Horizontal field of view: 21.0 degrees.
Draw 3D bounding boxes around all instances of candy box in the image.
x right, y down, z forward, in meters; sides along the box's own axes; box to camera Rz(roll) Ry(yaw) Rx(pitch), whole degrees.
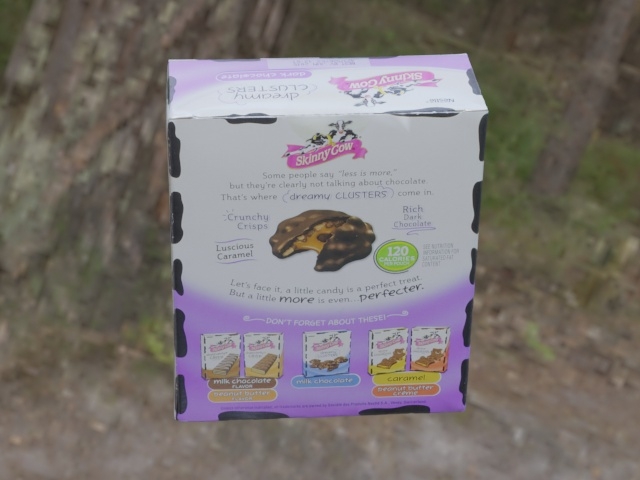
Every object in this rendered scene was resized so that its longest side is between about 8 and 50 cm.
[{"bbox_3d":[0.000,0.000,0.940,0.165,0.196,0.070,-1,32,-5],"label":"candy box"}]
